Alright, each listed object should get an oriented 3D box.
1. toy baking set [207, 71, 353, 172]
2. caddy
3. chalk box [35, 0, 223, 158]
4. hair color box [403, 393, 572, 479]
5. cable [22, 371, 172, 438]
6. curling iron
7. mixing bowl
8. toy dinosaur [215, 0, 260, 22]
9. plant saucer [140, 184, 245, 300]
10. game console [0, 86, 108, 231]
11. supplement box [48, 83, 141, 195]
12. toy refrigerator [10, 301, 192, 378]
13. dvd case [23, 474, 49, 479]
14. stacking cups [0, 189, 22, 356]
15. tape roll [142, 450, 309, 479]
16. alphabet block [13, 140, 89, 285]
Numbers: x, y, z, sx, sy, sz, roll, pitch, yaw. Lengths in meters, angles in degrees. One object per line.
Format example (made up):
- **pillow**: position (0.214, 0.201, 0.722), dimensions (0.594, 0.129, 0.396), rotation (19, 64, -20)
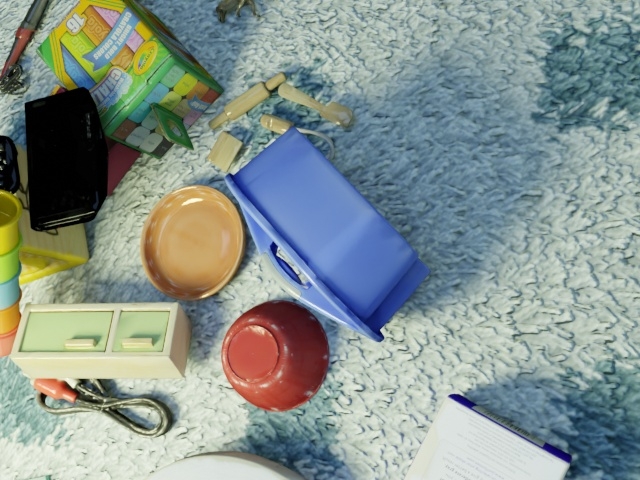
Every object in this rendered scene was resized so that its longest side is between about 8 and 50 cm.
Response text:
- **toy baking set**: position (-0.074, -0.182, 1.342), dimensions (0.256, 0.030, 0.196), rotation (-36, 74, 14)
- **caddy**: position (0.000, 0.000, 1.169), dimensions (0.179, 0.241, 0.341), rotation (-43, 69, 2)
- **chalk box**: position (-0.307, -0.272, 1.363), dimensions (0.179, 0.180, 0.289), rotation (-46, 70, 8)
- **hair color box**: position (0.188, 0.406, 1.097), dimensions (0.185, 0.110, 0.339), rotation (27, 89, 21)
- **cable**: position (-0.393, 0.271, 1.354), dimensions (0.287, 0.072, 0.139), rotation (30, 84, 24)
- **curling iron**: position (-0.569, -0.408, 1.562), dimensions (0.068, 0.035, 0.274), rotation (23, 90, 18)
- **mixing bowl**: position (-0.087, 0.180, 1.245), dimensions (0.181, 0.098, 0.181), rotation (-3, 81, 20)
- **toy dinosaur**: position (-0.118, -0.454, 1.390), dimensions (0.092, 0.053, 0.183), rotation (42, 97, 23)
- **plant saucer**: position (-0.215, 0.005, 1.355), dimensions (0.200, 0.037, 0.200), rotation (-4, 80, 21)
- **game console**: position (-0.506, -0.107, 1.281), dimensions (0.361, 0.044, 0.213), rotation (-12, 76, 16)
- **supplement box**: position (-0.433, -0.183, 1.446), dimensions (0.188, 0.081, 0.104), rotation (42, 96, 21)
- **toy refrigerator**: position (-0.359, 0.164, 1.309), dimensions (0.270, 0.094, 0.102), rotation (-1, 58, 8)
- **dvd case**: position (-0.528, 0.470, 1.406), dimensions (0.119, 0.013, 0.087), rotation (-15, 76, 19)
- **stacking cups**: position (-0.526, 0.061, 1.272), dimensions (0.096, 0.096, 0.316), rotation (40, 137, 22)
- **tape roll**: position (-0.149, 0.512, 1.176), dimensions (0.392, 0.072, 0.392), rotation (-1, 82, 6)
- **alphabet block**: position (-0.556, -0.040, 1.411), dimensions (0.193, 0.192, 0.197), rotation (-19, 76, 19)
